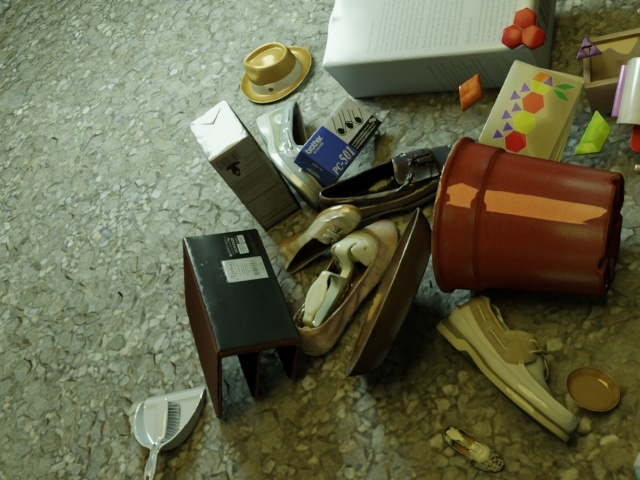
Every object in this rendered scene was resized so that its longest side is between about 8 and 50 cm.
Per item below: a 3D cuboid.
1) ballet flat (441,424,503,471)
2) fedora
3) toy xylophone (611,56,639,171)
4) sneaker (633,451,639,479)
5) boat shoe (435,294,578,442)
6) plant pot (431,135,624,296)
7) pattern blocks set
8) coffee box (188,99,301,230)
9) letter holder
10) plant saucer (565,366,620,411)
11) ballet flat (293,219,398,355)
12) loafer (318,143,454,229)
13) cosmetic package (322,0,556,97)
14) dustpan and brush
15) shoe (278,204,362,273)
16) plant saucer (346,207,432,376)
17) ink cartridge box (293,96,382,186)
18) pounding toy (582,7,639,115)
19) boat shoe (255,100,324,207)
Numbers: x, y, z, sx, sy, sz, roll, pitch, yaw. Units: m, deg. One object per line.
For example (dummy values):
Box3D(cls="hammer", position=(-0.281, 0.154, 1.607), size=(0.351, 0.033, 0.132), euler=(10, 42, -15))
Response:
Box3D(cls="ballet flat", position=(0.236, 0.327, 1.388), size=(0.114, 0.041, 0.041), euler=(28, 72, 40))
Box3D(cls="fedora", position=(-0.120, -0.422, 2.126), size=(0.194, 0.079, 0.194), euler=(-16, 50, 19))
Box3D(cls="toy xylophone", position=(0.651, -0.209, 1.490), size=(0.322, 0.081, 0.236), euler=(20, 100, 22))
Box3D(cls="sneaker", position=(0.515, 0.415, 1.102), size=(0.150, 0.135, 0.366), euler=(-40, 46, -8))
Box3D(cls="boat shoe", position=(0.308, 0.191, 1.400), size=(0.103, 0.113, 0.302), euler=(-45, 46, 0))
Box3D(cls="plant pot", position=(0.353, -0.025, 1.457), size=(0.265, 0.272, 0.272), euler=(9, 61, 24))
Box3D(cls="pattern blocks set", position=(0.394, -0.238, 1.625), size=(0.285, 0.026, 0.325), euler=(34, 96, 19))
Box3D(cls="coffee box", position=(-0.155, -0.152, 1.826), size=(0.098, 0.246, 0.141), euler=(-34, 48, 3))
Box3D(cls="letter holder", position=(-0.160, 0.161, 1.680), size=(0.152, 0.214, 0.302), euler=(-8, 44, -17))
Box3D(cls="plant saucer", position=(0.419, 0.233, 1.356), size=(0.083, 0.015, 0.083), euler=(2, 45, -2))
Box3D(cls="ballet flat", position=(0.046, 0.069, 1.644), size=(0.107, 0.106, 0.316), euler=(13, 63, 37))
Box3D(cls="loafer", position=(0.139, -0.115, 1.734), size=(0.302, 0.095, 0.109), euler=(-26, 42, 10))
Box3D(cls="cosmetic package", position=(0.250, -0.447, 1.852), size=(0.453, 0.161, 0.230), euler=(2, 72, 30))
Box3D(cls="dustpan and brush", position=(-0.297, 0.366, 1.641), size=(0.147, 0.060, 0.211), euler=(-15, 50, 19))
Box3D(cls="shoe", position=(0.000, 0.000, 1.720), size=(0.219, 0.076, 0.058), euler=(-33, 43, 38))
Box3D(cls="plant saucer", position=(0.124, 0.095, 1.491), size=(0.050, 0.310, 0.311), euler=(23, 65, 1))
Box3D(cls="ink cartridge box", position=(0.038, -0.205, 1.825), size=(0.097, 0.046, 0.207), euler=(37, 52, 1))
Box3D(cls="pounding toy", position=(0.606, -0.341, 1.649), size=(0.206, 0.094, 0.181), euler=(-7, 54, 24))
Box3D(cls="boat shoe", position=(-0.050, -0.193, 1.892), size=(0.103, 0.118, 0.320), euler=(-34, 40, 8))
